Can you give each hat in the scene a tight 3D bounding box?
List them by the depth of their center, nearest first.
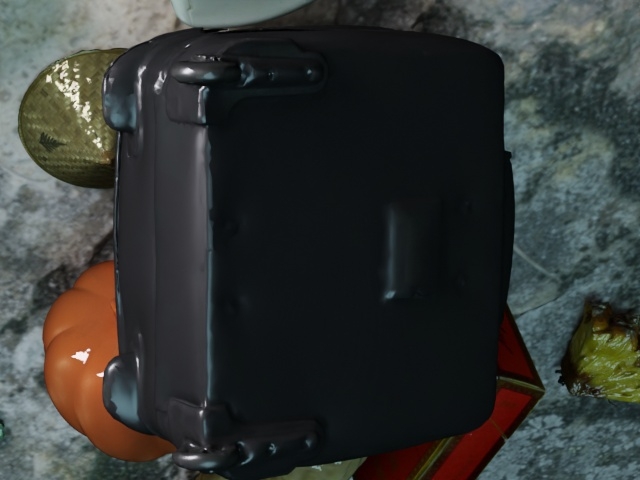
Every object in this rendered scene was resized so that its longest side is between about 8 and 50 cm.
[{"bbox_3d":[-0.180,-0.084,1.208,0.146,0.067,0.146,-7,129,-9],"label":"hat"}]

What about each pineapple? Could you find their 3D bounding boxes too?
[{"bbox_3d":[0.299,0.120,1.507,0.116,0.069,0.137,-30,120,17],"label":"pineapple"}]

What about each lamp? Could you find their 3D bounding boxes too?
[{"bbox_3d":[-0.158,0.098,1.282,0.188,0.187,0.164,-16,145,-1],"label":"lamp"}]

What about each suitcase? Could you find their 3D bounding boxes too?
[{"bbox_3d":[0.000,0.000,1.150,0.339,0.188,0.345,-4,98,-31],"label":"suitcase"}]

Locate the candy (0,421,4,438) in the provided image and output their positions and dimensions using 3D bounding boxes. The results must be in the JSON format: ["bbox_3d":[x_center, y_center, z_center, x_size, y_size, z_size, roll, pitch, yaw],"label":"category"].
[{"bbox_3d":[-0.516,0.201,1.320,0.398,0.172,0.263,-33,142,-13],"label":"candy"}]

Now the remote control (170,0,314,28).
[{"bbox_3d":[-0.072,-0.295,1.074,0.140,0.056,0.296,-14,132,-1],"label":"remote control"}]

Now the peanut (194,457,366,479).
[{"bbox_3d":[-0.035,0.231,1.460,0.143,0.159,0.291,36,110,11],"label":"peanut"}]

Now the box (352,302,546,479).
[{"bbox_3d":[0.116,0.174,1.438,0.074,0.153,0.239,19,121,-22],"label":"box"}]
